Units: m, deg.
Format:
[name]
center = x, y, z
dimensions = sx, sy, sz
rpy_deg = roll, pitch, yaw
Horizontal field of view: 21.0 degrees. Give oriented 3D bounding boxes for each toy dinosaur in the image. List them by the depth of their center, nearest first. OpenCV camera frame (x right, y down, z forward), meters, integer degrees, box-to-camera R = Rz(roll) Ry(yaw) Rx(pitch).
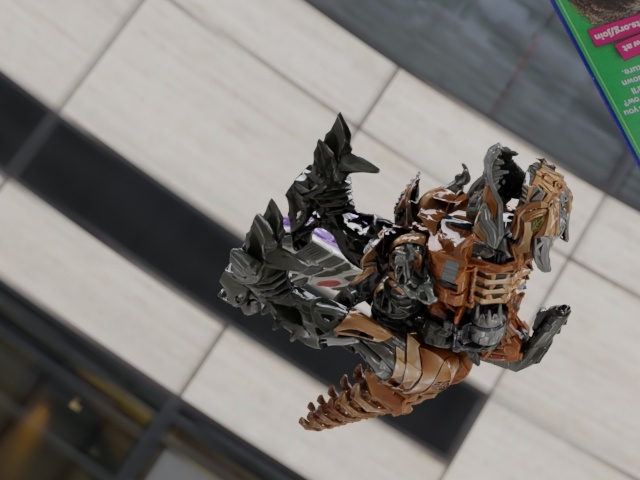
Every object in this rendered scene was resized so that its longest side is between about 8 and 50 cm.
[toy dinosaur]
center = 0.050, 0.044, 1.221
dimensions = 0.218, 0.164, 0.322
rpy_deg = 34, -66, 2

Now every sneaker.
[sneaker]
center = 0.000, 0.000, 1.440
dimensions = 0.068, 0.071, 0.170
rpy_deg = -20, -17, 25

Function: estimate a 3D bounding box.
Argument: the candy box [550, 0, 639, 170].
[candy box]
center = 0.273, -0.188, 1.227
dimensions = 0.122, 0.268, 0.317
rpy_deg = -18, -63, 34
